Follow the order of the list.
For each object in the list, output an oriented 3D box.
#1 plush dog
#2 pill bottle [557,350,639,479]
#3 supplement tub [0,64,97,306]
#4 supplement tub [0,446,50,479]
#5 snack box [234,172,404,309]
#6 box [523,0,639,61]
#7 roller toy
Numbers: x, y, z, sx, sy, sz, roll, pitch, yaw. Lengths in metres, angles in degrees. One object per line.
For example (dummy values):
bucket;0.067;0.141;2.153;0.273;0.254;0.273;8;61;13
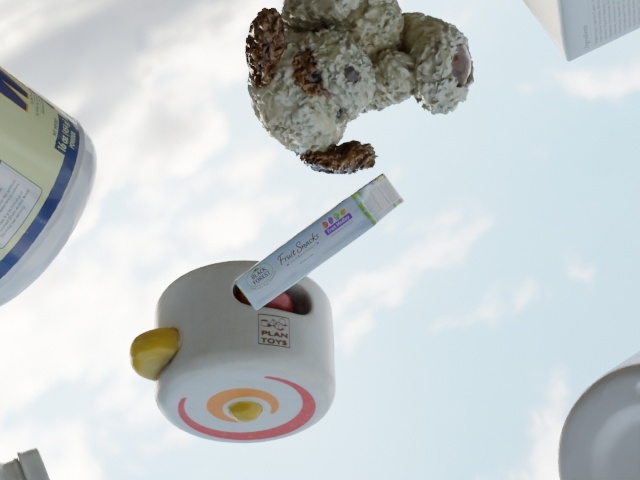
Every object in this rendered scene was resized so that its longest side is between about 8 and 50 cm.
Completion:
plush dog;0.006;-0.198;1.747;0.211;0.262;0.225;-2;-137;48
pill bottle;0.235;0.129;1.046;0.124;0.124;0.221;-20;175;21
supplement tub;-0.410;-0.098;1.577;0.235;0.325;0.235;-33;-143;29
supplement tub;-0.407;0.348;1.729;0.272;0.191;0.191;-19;-164;-13
snack box;0.000;0.000;1.439;0.141;0.037;0.100;-36;179;23
box;0.155;-0.183;0.941;0.087;0.102;0.101;-25;-126;-5
roller toy;-0.081;0.124;1.691;0.191;0.209;0.146;-16;-126;18
